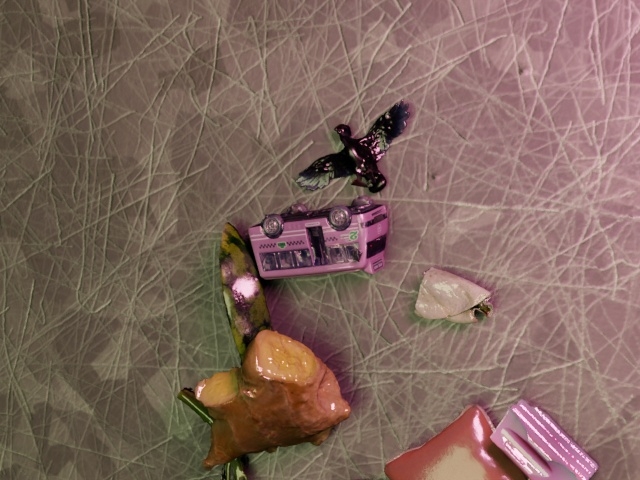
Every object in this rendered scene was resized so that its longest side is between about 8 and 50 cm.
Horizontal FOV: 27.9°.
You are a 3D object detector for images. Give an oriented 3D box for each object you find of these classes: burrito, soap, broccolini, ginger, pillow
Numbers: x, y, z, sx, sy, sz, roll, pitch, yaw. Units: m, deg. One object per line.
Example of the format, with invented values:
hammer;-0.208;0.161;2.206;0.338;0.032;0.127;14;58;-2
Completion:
burrito;0.193;0.087;1.852;0.118;0.044;0.074;16;106;24
soap;0.308;0.293;1.795;0.149;0.100;0.056;45;113;13
broccolini;-0.177;0.363;2.056;0.123;0.062;0.271;-25;92;11
ginger;-0.085;0.258;1.947;0.219;0.123;0.270;27;133;-20
pillow;0.205;0.348;1.861;0.179;0.075;0.171;-38;76;13

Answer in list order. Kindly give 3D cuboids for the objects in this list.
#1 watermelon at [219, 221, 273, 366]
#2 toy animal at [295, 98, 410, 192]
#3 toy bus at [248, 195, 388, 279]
watermelon;-0.118;0.096;1.968;0.063;0.119;0.245;-16;98;-7
toy animal;0.055;-0.123;1.888;0.220;0.062;0.108;-38;63;26
toy bus;0.000;0.000;1.903;0.199;0.096;0.108;-6;99;28
